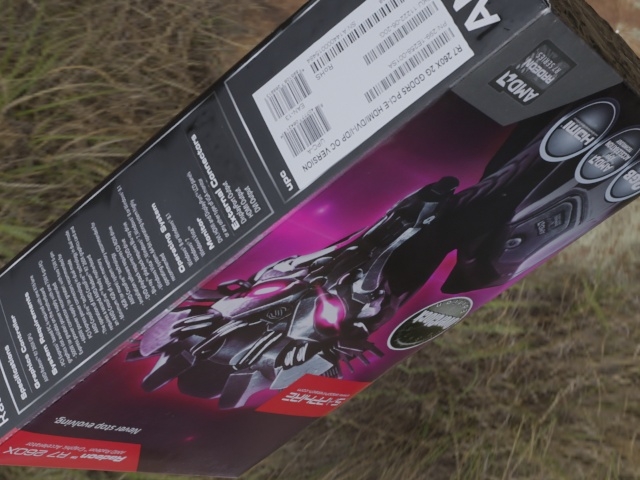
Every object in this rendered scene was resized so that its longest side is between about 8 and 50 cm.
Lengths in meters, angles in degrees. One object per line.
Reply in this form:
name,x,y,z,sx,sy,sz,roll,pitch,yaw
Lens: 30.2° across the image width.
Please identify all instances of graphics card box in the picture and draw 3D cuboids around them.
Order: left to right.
graphics card box,0.000,0.000,0.642,0.371,0.233,0.094,-38,60,19
